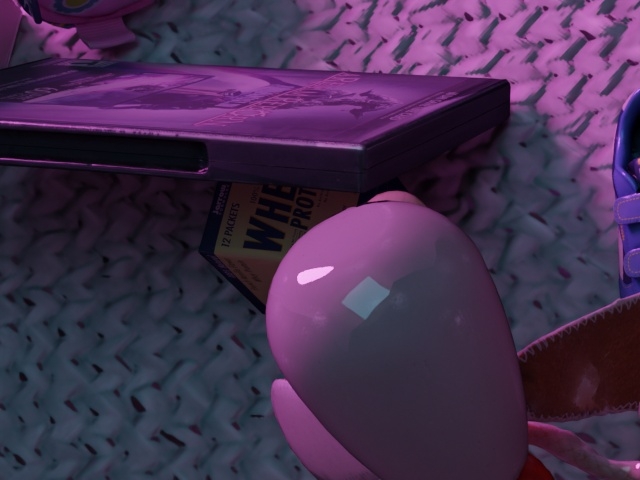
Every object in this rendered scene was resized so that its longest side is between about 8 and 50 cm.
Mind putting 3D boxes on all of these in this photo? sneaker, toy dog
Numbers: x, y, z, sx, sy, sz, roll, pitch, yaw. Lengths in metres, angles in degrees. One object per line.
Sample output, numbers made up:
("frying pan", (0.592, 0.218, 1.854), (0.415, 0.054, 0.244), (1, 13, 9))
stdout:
("sneaker", (0.158, -0.007, 0.807), (0.053, 0.059, 0.144), (-10, 63, 14))
("toy dog", (0.090, 0.092, 0.661), (0.220, 0.334, 0.161), (-2, 41, 4))

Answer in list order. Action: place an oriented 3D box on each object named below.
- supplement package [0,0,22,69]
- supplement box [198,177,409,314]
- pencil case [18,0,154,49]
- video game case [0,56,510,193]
("supplement package", (-0.321, -0.105, 0.923), (0.199, 0.263, 0.198), (1, 65, 21))
("supplement box", (0.000, 0.000, 0.851), (0.083, 0.083, 0.056), (5, 68, 25))
("pencil case", (-0.184, -0.234, 1.023), (0.124, 0.124, 0.284), (-40, 59, -1))
("video game case", (-0.067, -0.061, 0.860), (0.274, 0.196, 0.026), (4, 104, 24))
